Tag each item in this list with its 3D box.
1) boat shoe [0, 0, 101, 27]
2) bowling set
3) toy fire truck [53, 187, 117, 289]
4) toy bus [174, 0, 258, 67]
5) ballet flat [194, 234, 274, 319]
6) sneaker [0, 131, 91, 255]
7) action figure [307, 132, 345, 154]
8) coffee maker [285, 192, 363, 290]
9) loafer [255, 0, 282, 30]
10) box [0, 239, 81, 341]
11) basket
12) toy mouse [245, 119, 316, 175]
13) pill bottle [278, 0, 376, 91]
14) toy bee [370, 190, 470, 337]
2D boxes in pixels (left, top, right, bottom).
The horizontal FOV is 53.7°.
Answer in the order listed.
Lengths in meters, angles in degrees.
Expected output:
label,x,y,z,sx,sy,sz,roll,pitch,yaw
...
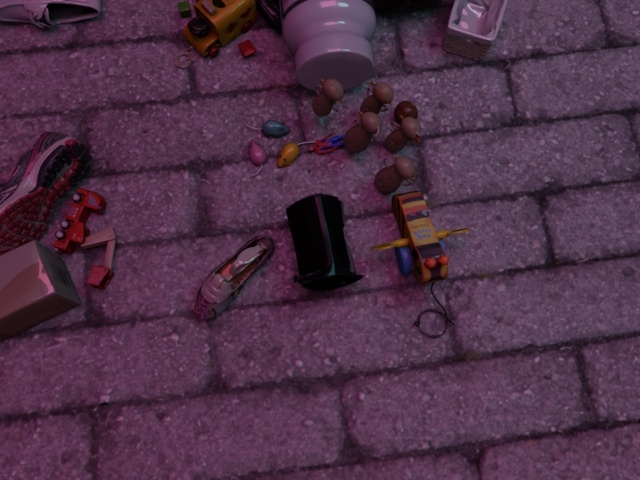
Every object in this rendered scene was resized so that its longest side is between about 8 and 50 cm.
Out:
label,x,y,z,sx,sy,sz,roll,pitch,yaw
boat shoe,-0.636,-0.536,1.452,0.258,0.095,0.084,-13,71,-3
bowling set,0.137,-0.264,1.338,0.200,0.154,0.287,-43,92,-18
toy fire truck,-0.481,-0.006,1.332,0.135,0.047,0.192,17,74,4
toy bus,-0.242,-0.507,1.441,0.190,0.104,0.202,1,74,0
ballet flat,-0.180,0.067,1.298,0.077,0.079,0.221,43,79,9
sneaker,-0.615,-0.098,1.331,0.112,0.121,0.299,26,70,25
action figure,0.027,-0.218,1.405,0.115,0.030,0.038,-17,80,-3
coffee maker,0.000,0.000,1.271,0.120,0.171,0.178,-17,73,12
loafer,-0.130,-0.591,1.479,0.078,0.076,0.223,-29,73,1
box,-0.660,0.131,1.245,0.311,0.148,0.121,-26,77,-6
basket,0.354,-0.511,1.448,0.113,0.103,0.167,18,75,5
toy mouse,-0.116,-0.220,1.401,0.161,0.031,0.143,-44,79,-11
pill bottle,0.011,-0.530,1.396,0.210,0.210,0.363,-6,75,-2
toy bee,0.222,0.022,1.272,0.195,0.162,0.298,-32,77,-10
